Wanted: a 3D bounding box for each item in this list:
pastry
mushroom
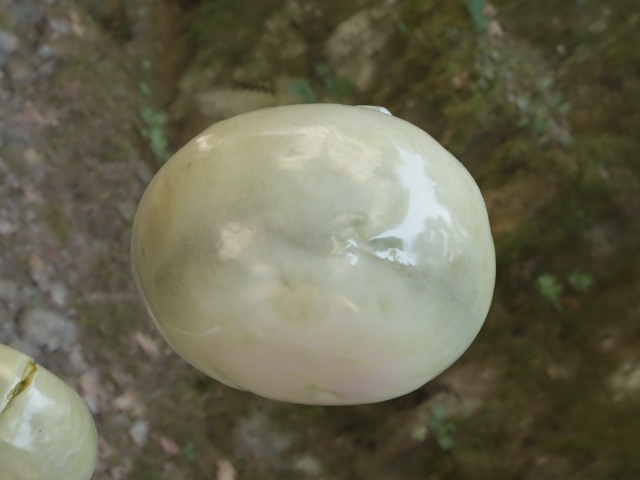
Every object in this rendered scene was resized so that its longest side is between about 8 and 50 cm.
[{"bbox_3d":[-0.222,0.124,1.085,0.156,0.156,0.092,47,46,-38],"label":"pastry"},{"bbox_3d":[0.000,0.000,1.104,0.246,0.246,0.202,48,38,-34],"label":"mushroom"}]
